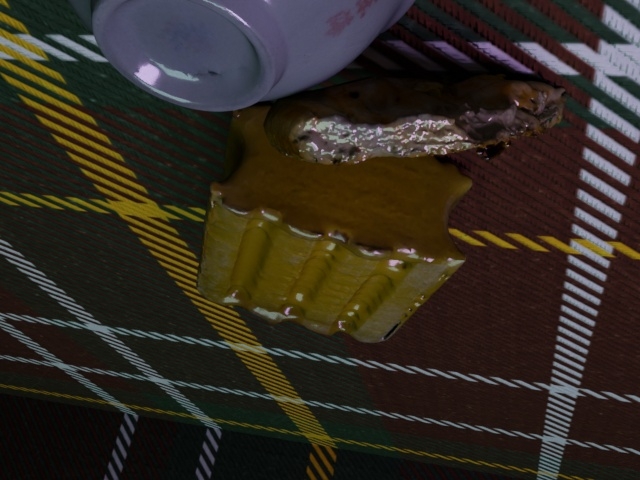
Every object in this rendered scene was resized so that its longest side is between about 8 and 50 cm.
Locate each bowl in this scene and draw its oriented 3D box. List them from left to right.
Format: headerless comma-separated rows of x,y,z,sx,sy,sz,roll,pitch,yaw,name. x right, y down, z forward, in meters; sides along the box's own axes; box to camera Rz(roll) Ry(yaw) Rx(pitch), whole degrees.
-0.086,-0.206,0.624,0.345,0.157,0.346,10,153,5,bowl

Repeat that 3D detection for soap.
0.000,0.000,1.001,0.293,0.156,0.335,12,154,-5,soap

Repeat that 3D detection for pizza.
0.096,-0.115,0.726,0.296,0.071,0.189,-2,-167,-4,pizza
